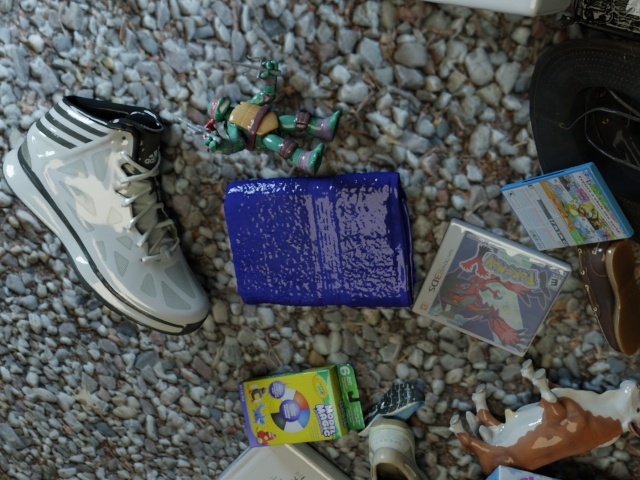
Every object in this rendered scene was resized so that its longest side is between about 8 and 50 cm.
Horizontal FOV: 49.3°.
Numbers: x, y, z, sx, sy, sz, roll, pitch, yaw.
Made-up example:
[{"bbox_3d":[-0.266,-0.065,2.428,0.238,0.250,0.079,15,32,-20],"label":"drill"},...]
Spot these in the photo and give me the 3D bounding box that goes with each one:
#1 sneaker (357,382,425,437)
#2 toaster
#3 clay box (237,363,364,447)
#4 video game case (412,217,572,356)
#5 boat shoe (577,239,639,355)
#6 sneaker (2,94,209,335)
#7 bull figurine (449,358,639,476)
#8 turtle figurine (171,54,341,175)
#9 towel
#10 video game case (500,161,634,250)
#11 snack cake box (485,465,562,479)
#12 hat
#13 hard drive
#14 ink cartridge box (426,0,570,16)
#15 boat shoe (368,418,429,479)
[{"bbox_3d":[0.140,0.320,1.277,0.073,0.063,0.162,35,128,-13],"label":"sneaker"},{"bbox_3d":[0.405,-0.331,0.857,0.186,0.110,0.168,17,118,9],"label":"toaster"},{"bbox_3d":[-0.037,0.307,1.298,0.222,0.053,0.127,-14,86,23],"label":"clay box"},{"bbox_3d":[0.274,0.079,1.137,0.201,0.023,0.183,22,119,6],"label":"video game case"},{"bbox_3d":[0.443,0.080,1.065,0.073,0.073,0.207,15,130,53],"label":"boat shoe"},{"bbox_3d":[-0.313,-0.054,1.171,0.447,0.169,0.257,47,120,-4],"label":"sneaker"},{"bbox_3d":[0.373,0.301,1.167,0.310,0.101,0.188,-40,96,27],"label":"bull figurine"},{"bbox_3d":[-0.096,-0.189,1.078,0.234,0.118,0.175,21,78,5],"label":"turtle figurine"},{"bbox_3d":[0.000,0.000,1.162,0.308,0.076,0.227,-1,106,18],"label":"towel"},{"bbox_3d":[0.351,-0.044,1.009,0.119,0.015,0.166,55,152,-12],"label":"video game case"},{"bbox_3d":[0.401,0.485,1.197,0.264,0.089,0.152,15,138,-4],"label":"snack cake box"},{"bbox_3d":[0.425,-0.145,0.913,0.134,0.331,0.331,-39,102,-17],"label":"hat"},{"bbox_3d":[-0.022,0.548,1.432,0.353,0.047,0.233,40,118,-3],"label":"hard drive"},{"bbox_3d":[0.116,-0.437,0.816,0.385,0.160,0.279,20,119,26],"label":"ink cartridge box"},{"bbox_3d":[0.143,0.457,1.285,0.109,0.098,0.302,-4,128,14],"label":"boat shoe"}]
